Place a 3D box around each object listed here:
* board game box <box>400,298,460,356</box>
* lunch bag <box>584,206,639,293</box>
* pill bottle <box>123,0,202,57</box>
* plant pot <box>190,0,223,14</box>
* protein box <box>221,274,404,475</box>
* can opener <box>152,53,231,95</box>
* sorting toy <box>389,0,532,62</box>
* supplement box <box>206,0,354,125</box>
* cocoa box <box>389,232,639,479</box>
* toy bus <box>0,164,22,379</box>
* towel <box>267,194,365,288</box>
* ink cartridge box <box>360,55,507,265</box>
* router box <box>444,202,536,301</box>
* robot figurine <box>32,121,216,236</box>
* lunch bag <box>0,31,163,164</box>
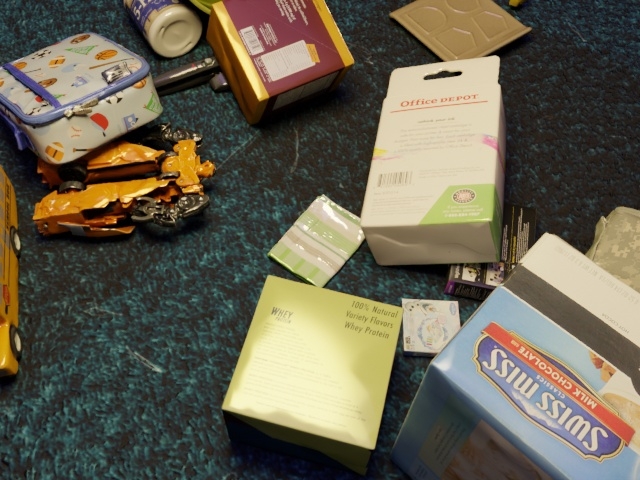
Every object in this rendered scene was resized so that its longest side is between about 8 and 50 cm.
[{"bbox_3d":[0.171,0.135,1.055,0.090,0.020,0.090,3,57,-1],"label":"board game box"},{"bbox_3d":[0.512,0.105,1.010,0.287,0.169,0.235,30,61,10],"label":"lunch bag"},{"bbox_3d":[-0.324,-0.462,1.351,0.112,0.112,0.187,-27,63,-19],"label":"pill bottle"},{"bbox_3d":[-0.226,-0.658,1.349,0.366,0.367,0.353,-31,43,-21],"label":"plant pot"},{"bbox_3d":[-0.007,0.186,0.943,0.199,0.136,0.201,13,58,6],"label":"protein box"},{"bbox_3d":[-0.235,-0.317,1.295,0.186,0.059,0.073,-15,60,-13],"label":"can opener"},{"bbox_3d":[0.329,-0.475,1.450,0.307,0.041,0.229,-31,60,-21],"label":"sorting toy"},{"bbox_3d":[-0.077,-0.349,1.243,0.194,0.129,0.191,-25,87,-17],"label":"supplement box"},{"bbox_3d":[0.254,0.212,0.817,0.231,0.347,0.228,39,64,21],"label":"cocoa box"},{"bbox_3d":[-0.516,0.040,1.006,0.108,0.130,0.333,-9,58,-9],"label":"toy bus"},{"bbox_3d":[0.000,0.000,1.129,0.113,0.023,0.152,32,61,17],"label":"towel"},{"bbox_3d":[0.201,-0.137,1.137,0.207,0.119,0.354,-2,55,23],"label":"ink cartridge box"},{"bbox_3d":[0.282,0.015,1.124,0.133,0.046,0.179,12,57,5],"label":"router box"},{"bbox_3d":[-0.318,-0.096,1.134,0.290,0.085,0.211,-7,58,-7],"label":"robot figurine"},{"bbox_3d":[-0.426,-0.246,1.156,0.243,0.115,0.303,-32,41,-24],"label":"lunch bag"}]
